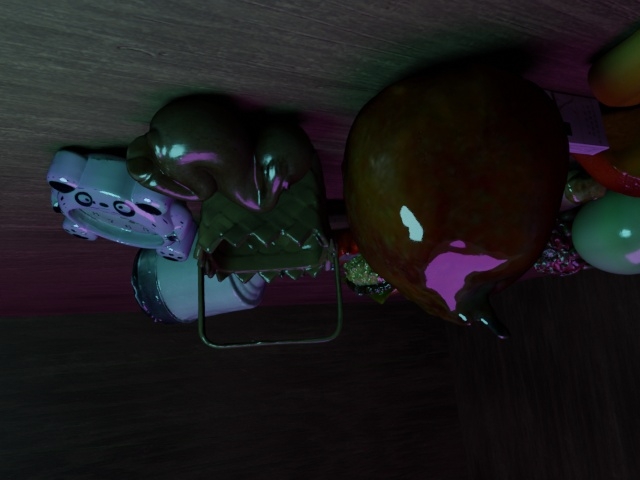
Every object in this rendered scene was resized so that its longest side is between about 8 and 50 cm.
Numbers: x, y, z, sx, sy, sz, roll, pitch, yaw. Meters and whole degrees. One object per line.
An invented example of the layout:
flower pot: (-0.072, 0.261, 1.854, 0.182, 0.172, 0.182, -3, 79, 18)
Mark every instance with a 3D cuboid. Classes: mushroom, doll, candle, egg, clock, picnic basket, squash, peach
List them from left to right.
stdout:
clock: (-0.319, -0.055, 1.084, 0.227, 0.090, 0.248, 13, 161, -1)
candle: (-0.250, 0.070, 1.550, 0.342, 0.222, 0.221, -11, 168, 18)
picnic basket: (-0.093, 0.026, 1.190, 0.254, 0.321, 0.291, -3, 167, -2)
squash: (-0.006, -0.054, 1.466, 0.228, 0.066, 0.066, -3, 168, -26)
doll: (0.076, -0.015, 1.544, 0.109, 0.169, 0.057, -31, 114, 29)
mushroom: (0.527, -0.100, 1.516, 0.099, 0.081, 0.312, -1, 172, -12)
egg: (0.745, -0.027, 1.630, 0.220, 0.221, 0.269, -1, 175, -27)
peach: (0.536, -0.144, 1.098, 0.267, 0.154, 0.159, -10, 170, 13)

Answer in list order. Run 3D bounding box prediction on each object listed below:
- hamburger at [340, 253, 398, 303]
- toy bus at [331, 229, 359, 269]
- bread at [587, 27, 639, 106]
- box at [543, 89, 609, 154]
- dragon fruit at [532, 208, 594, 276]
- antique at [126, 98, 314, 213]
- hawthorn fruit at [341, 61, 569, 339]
hamburger: (0.165, 0.049, 1.768, 0.243, 0.139, 0.261, -35, -158, -20)
toy bus: (0.000, 0.000, 1.620, 0.119, 0.121, 0.265, -23, 162, 28)
bread: (0.421, -0.232, 0.802, 0.092, 0.074, 0.239, 1, 167, -11)
box: (0.364, -0.177, 1.008, 0.154, 0.084, 0.040, 0, 167, -32)
dragon fruit: (0.698, 0.002, 1.857, 0.272, 0.219, 0.198, -13, -155, 6)
antique: (-0.122, -0.124, 0.929, 0.256, 0.121, 0.143, 9, 153, -33)
hawthorn fruit: (0.175, -0.069, 0.889, 0.308, 0.325, 0.308, -1, -165, 0)
